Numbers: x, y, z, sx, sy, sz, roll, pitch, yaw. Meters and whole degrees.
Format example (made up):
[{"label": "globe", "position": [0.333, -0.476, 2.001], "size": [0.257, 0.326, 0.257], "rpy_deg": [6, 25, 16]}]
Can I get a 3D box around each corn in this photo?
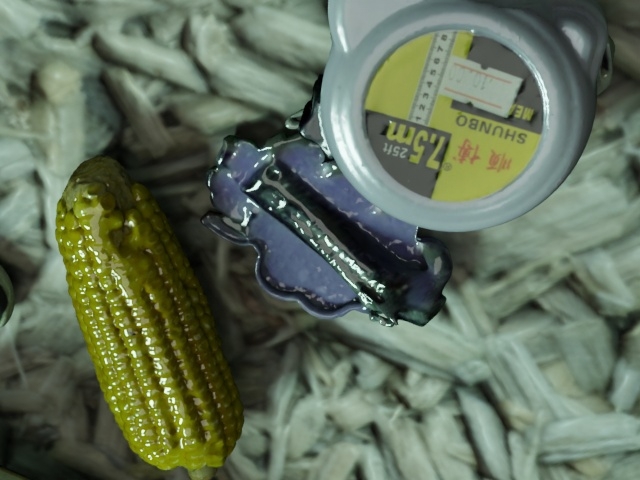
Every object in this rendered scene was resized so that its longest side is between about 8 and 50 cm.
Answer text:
[{"label": "corn", "position": [-0.122, 0.063, 1.228], "size": [0.097, 0.097, 0.261], "rpy_deg": [-11, 114, 14]}]

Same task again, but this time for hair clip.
[{"label": "hair clip", "position": [0.000, 0.000, 1.200], "size": [0.195, 0.052, 0.124], "rpy_deg": [38, 112, -7]}]

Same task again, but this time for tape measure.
[{"label": "tape measure", "position": [0.081, -0.099, 1.106], "size": [0.196, 0.105, 0.178], "rpy_deg": [19, 113, -4]}]

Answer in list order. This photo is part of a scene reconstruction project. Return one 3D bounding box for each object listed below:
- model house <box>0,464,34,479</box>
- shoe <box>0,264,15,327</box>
[{"label": "model house", "position": [-0.278, 0.287, 1.317], "size": [0.271, 0.178, 0.206], "rpy_deg": [26, 134, -24]}, {"label": "shoe", "position": [-0.308, 0.035, 1.235], "size": [0.169, 0.099, 0.071], "rpy_deg": [24, 117, -6]}]
